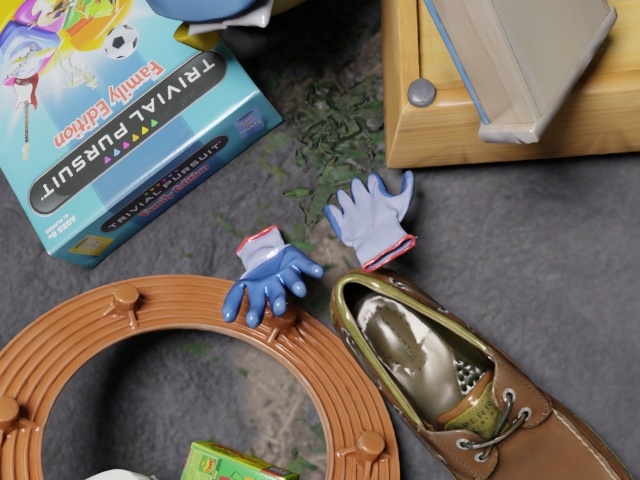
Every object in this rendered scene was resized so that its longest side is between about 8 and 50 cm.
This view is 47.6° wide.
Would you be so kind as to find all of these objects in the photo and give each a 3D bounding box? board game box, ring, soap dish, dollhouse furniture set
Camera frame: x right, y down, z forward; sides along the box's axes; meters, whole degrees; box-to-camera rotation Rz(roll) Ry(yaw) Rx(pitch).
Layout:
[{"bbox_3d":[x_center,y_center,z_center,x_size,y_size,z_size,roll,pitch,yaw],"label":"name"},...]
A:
[{"bbox_3d":[-0.237,-0.182,0.755,0.253,0.079,0.336,-37,71,4],"label":"board game box"},{"bbox_3d":[-0.098,0.148,0.555,0.336,0.032,0.337,10,44,-10],"label":"ring"},{"bbox_3d":[0.192,-0.187,0.623,0.290,0.118,0.229,-3,77,13],"label":"soap dish"},{"bbox_3d":[0.055,-0.230,0.573,0.303,0.198,0.286,10,54,47],"label":"dollhouse furniture set"},{"bbox_3d":[-0.093,0.278,0.631,0.092,0.043,0.181,16,82,17],"label":"board game box"}]

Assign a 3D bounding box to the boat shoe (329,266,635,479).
[{"bbox_3d":[0.120,0.139,0.574,0.307,0.104,0.111,39,89,19],"label":"boat shoe"}]

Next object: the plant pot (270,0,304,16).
[{"bbox_3d":[-0.074,-0.272,0.718,0.095,0.134,0.134,-34,69,34],"label":"plant pot"}]

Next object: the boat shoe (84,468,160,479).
[{"bbox_3d":[-0.221,0.268,0.625,0.305,0.091,0.109,-24,55,30],"label":"boat shoe"}]

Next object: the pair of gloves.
[{"bbox_3d":[0.000,0.000,0.624,0.198,0.159,0.023,-30,116,4],"label":"pair of gloves"}]
